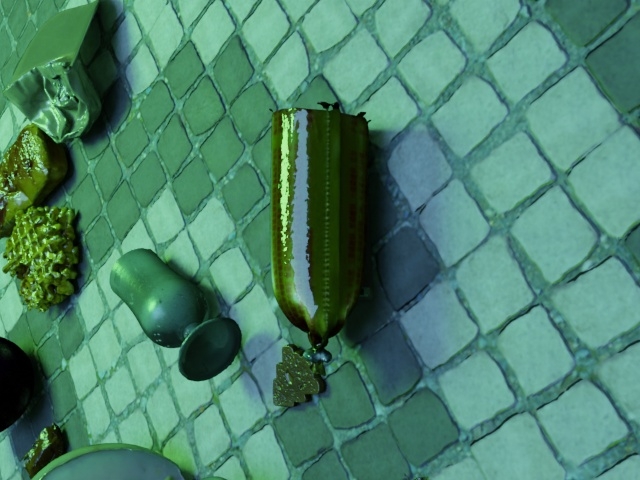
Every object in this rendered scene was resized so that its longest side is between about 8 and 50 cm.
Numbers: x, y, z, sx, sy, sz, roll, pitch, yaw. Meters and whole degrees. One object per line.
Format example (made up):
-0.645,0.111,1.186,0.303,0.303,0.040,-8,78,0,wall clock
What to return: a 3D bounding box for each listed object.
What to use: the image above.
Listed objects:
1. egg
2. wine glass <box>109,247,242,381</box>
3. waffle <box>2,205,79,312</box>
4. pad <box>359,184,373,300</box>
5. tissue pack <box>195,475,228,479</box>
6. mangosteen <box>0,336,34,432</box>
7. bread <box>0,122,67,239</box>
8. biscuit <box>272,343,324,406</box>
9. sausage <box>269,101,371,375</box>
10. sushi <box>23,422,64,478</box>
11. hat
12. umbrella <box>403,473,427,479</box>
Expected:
-0.344,0.404,1.111,0.271,0.206,0.162,-52,12,-13,egg
-0.218,0.099,1.081,0.231,0.103,0.103,36,110,40,wine glass
-0.517,0.035,1.372,0.193,0.070,0.197,-1,86,41,waffle
0.018,-0.016,0.944,0.113,0.006,0.188,-7,82,42,pad
-0.217,0.465,0.915,0.333,0.229,0.236,-22,94,7,tissue pack
-0.635,0.283,1.398,0.194,0.194,0.230,62,151,26,mangosteen
-0.581,-0.106,1.436,0.271,0.077,0.139,-34,66,34,bread
-0.033,0.183,0.967,0.082,0.016,0.092,45,116,29,biscuit
0.002,0.000,0.878,0.125,0.117,0.318,-8,81,55,sausage
-0.497,0.384,1.341,0.118,0.061,0.060,-54,44,0,sushi
-0.437,-0.305,1.336,0.214,0.149,0.245,0,50,40,hat
0.117,0.293,0.825,0.031,0.020,0.083,-30,60,-7,umbrella
